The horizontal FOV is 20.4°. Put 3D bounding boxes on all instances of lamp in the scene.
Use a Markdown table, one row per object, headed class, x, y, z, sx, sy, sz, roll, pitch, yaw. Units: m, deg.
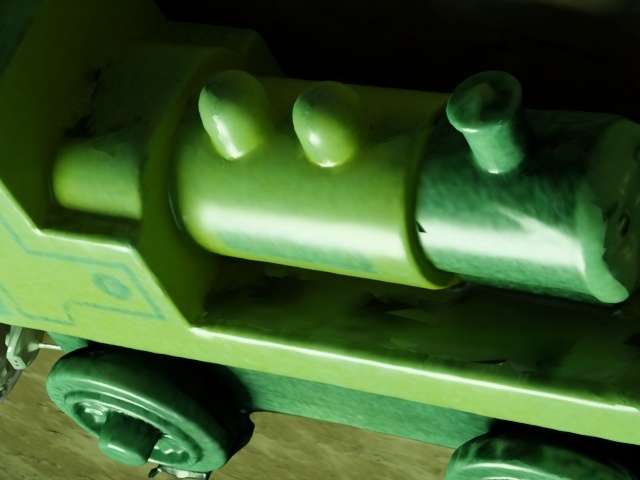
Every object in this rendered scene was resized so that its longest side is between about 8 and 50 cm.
| class | x | y | z | sx | sy | sz | roll | pitch | yaw |
| --- | --- | --- | --- | --- | --- | --- | --- | --- | --- |
| lamp | -0.094 | 0.059 | 1.065 | 0.198 | 0.056 | 0.050 | 7 | 154 | 12 |

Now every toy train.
| class | x | y | z | sx | sy | sz | roll | pitch | yaw |
| --- | --- | --- | --- | --- | --- | --- | --- | --- | --- |
| toy train | 0.000 | 0.000 | 0.673 | 0.368 | 0.150 | 0.237 | 8 | 147 | 32 |

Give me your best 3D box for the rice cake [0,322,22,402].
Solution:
| class | x | y | z | sx | sy | sz | roll | pitch | yaw |
| --- | --- | --- | --- | --- | --- | --- | --- | --- | --- |
| rice cake | -0.224 | 0.016 | 1.033 | 0.064 | 0.070 | 0.399 | 17 | 159 | 6 |
